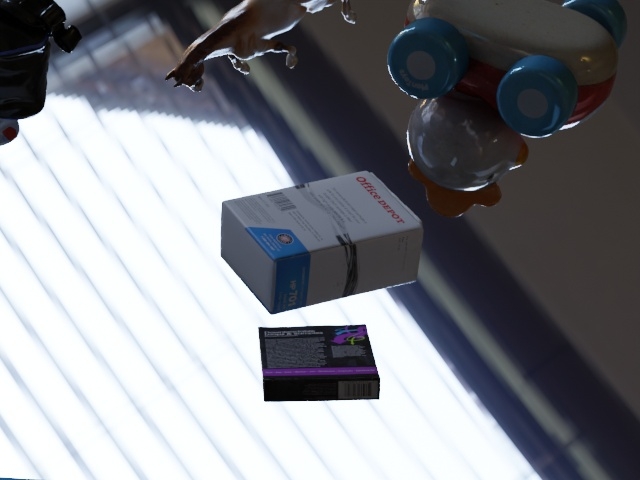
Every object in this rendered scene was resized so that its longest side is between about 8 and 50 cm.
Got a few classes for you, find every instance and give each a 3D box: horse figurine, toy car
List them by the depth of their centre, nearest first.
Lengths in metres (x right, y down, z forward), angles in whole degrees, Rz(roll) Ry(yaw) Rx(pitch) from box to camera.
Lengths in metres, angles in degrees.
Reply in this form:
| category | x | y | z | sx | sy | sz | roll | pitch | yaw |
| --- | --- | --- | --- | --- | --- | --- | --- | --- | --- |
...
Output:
| category | x | y | z | sx | sy | sz | roll | pitch | yaw |
| --- | --- | --- | --- | --- | --- | --- | --- | --- | --- |
| toy car | 0.169 | -0.121 | 1.931 | 0.210 | 0.219 | 0.238 | 21 | -56 | 14 |
| horse figurine | -0.032 | -0.240 | 2.058 | 0.066 | 0.263 | 0.174 | 60 | 15 | 18 |

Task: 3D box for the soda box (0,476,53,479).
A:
| category | x | y | z | sx | sy | sz | roll | pitch | yaw |
| --- | --- | --- | --- | --- | --- | --- | --- | --- | --- |
| soda box | -0.190 | 0.210 | 1.165 | 0.210 | 0.071 | 0.067 | -102 | -163 | -73 |

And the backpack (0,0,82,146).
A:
| category | x | y | z | sx | sy | sz | roll | pitch | yaw |
| --- | --- | --- | --- | --- | --- | --- | --- | --- | --- |
| backpack | -0.422 | -0.221 | 2.071 | 0.213 | 0.276 | 0.263 | 110 | -34 | -43 |

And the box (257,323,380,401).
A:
| category | x | y | z | sx | sy | sz | roll | pitch | yaw |
| --- | --- | --- | --- | --- | --- | --- | --- | --- | --- |
| box | -0.004 | 0.122 | 1.984 | 0.162 | 0.116 | 0.029 | -100 | -170 | -72 |

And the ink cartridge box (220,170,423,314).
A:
| category | x | y | z | sx | sy | sz | roll | pitch | yaw |
| --- | --- | --- | --- | --- | --- | --- | --- | --- | --- |
| ink cartridge box | 0.000 | 0.000 | 2.233 | 0.139 | 0.190 | 0.082 | 47 | -40 | 47 |
